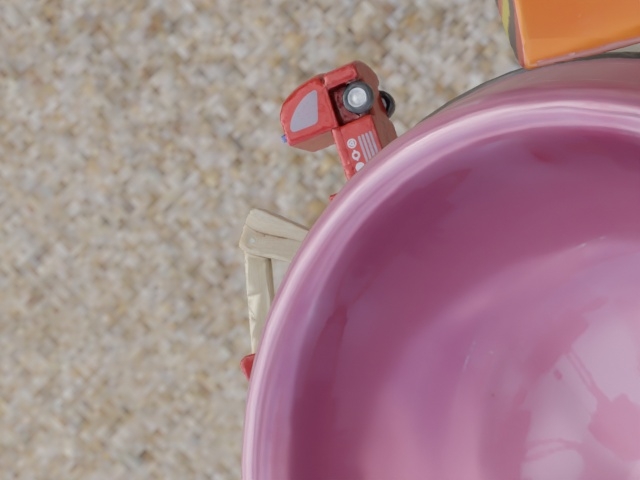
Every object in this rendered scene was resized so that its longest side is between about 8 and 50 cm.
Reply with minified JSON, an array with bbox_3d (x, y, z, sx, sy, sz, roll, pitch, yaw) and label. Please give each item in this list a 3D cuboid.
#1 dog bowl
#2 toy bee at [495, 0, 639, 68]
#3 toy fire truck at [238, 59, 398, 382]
[{"bbox_3d":[0.137,0.104,0.751,0.408,0.150,0.408,5,98,39],"label":"dog bowl"},{"bbox_3d":[0.067,-0.216,0.580,0.195,0.162,0.298,4,125,-11],"label":"toy bee"},{"bbox_3d":[0.000,0.000,1.132,0.135,0.047,0.192,-22,80,18],"label":"toy fire truck"}]
